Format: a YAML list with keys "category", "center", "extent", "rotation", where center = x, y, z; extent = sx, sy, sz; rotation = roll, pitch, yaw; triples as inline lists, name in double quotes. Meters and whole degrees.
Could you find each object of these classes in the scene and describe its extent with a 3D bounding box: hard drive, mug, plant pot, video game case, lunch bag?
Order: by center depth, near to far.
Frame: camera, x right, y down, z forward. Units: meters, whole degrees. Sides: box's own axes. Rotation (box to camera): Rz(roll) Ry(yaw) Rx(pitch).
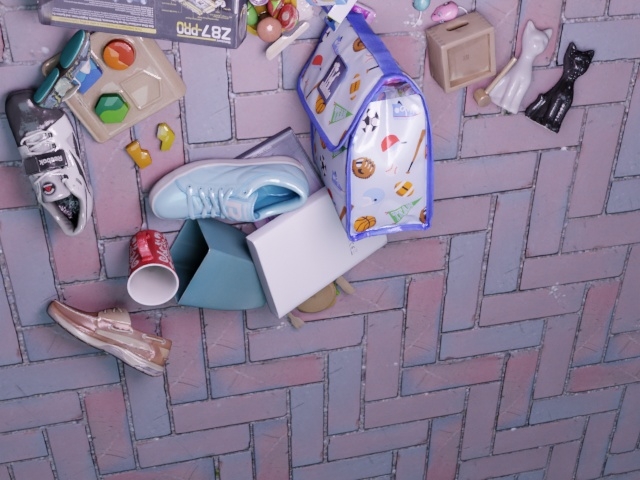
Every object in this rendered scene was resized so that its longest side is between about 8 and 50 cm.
- category: "lunch bag"
  center: [0.094, -0.247, 1.724]
  extent: [0.238, 0.328, 0.386]
  rotation: [-11, 131, -11]
- category: "mug"
  center: [-0.385, 0.041, 1.882]
  extent: [0.113, 0.169, 0.150]
  rotation: [11, 118, -21]
- category: "hard drive"
  center: [0.000, 0.000, 1.952]
  extent: [0.353, 0.047, 0.233]
  rotation: [-34, 129, -24]
- category: "video game case"
  center: [-0.092, -0.115, 1.952]
  extent: [0.196, 0.026, 0.274]
  rotation: [-29, 126, 4]
- category: "plant pot"
  center: [-0.222, 0.067, 1.955]
  extent: [0.234, 0.165, 0.166]
  rotation: [19, 115, -34]

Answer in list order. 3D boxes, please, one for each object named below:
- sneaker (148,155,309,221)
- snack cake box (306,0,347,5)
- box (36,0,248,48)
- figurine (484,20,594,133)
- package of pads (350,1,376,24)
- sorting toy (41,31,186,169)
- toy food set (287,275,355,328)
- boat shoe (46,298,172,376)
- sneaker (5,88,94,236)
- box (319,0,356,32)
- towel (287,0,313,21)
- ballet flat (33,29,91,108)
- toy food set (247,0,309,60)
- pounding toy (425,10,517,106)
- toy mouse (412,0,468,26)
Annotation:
- category: "sneaker"
  center: [-0.201, -0.102, 1.825]
  extent: [0.365, 0.150, 0.135]
  rotation: [-13, 123, -6]
- category: "snack cake box"
  center: [-0.026, -0.568, 1.525]
  extent: [0.264, 0.089, 0.152]
  rotation: [26, 74, -61]
- category: "box"
  center: [-0.327, -0.535, 1.495]
  extent: [0.394, 0.097, 0.319]
  rotation: [8, 120, 5]
- category: "figurine"
  center: [0.519, -0.387, 1.920]
  extent: [0.214, 0.092, 0.210]
  rotation: [19, 107, -24]
- category: "package of pads"
  center: [0.072, -0.487, 1.753]
  extent: [0.083, 0.032, 0.050]
  rotation: [18, 120, -24]
- category: "sorting toy"
  center: [-0.405, -0.300, 1.735]
  extent: [0.229, 0.041, 0.307]
  rotation: [-30, 125, 5]
- category: "toy food set"
  center: [-0.019, 0.136, 2.133]
  extent: [0.192, 0.039, 0.132]
  rotation: [-34, 117, 14]
- category: "boat shoe"
  center: [-0.513, 0.220, 2.010]
  extent: [0.324, 0.123, 0.117]
  rotation: [33, 75, -21]
- category: "sneaker"
  center: [-0.562, -0.156, 1.724]
  extent: [0.122, 0.146, 0.331]
  rotation: [-19, 124, -1]
- category: "box"
  center: [0.052, -0.527, 1.675]
  extent: [0.042, 0.109, 0.178]
  rotation: [26, 112, -34]
- category: "towel"
  center: [-0.111, -0.566, 1.642]
  extent: [0.187, 0.049, 0.282]
  rotation: [-11, 124, -8]
- category: "ballet flat"
  center: [-0.501, -0.339, 1.639]
  extent: [0.070, 0.070, 0.188]
  rotation: [32, 113, -30]
- category: "toy food set"
  center: [-0.106, -0.464, 1.639]
  extent: [0.128, 0.071, 0.218]
  rotation: [-32, 127, 7]
- category: "pounding toy"
  center: [0.344, -0.405, 1.853]
  extent: [0.181, 0.094, 0.206]
  rotation: [-22, 136, -6]
- category: "toy mouse"
  center: [0.253, -0.517, 1.785]
  extent: [0.161, 0.031, 0.143]
  rotation: [36, 107, -31]
